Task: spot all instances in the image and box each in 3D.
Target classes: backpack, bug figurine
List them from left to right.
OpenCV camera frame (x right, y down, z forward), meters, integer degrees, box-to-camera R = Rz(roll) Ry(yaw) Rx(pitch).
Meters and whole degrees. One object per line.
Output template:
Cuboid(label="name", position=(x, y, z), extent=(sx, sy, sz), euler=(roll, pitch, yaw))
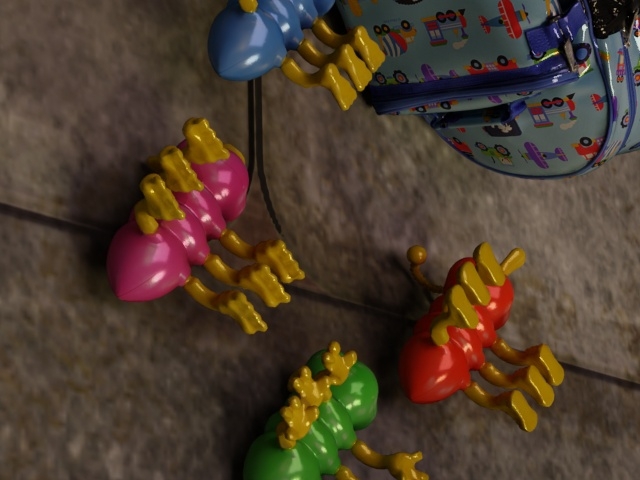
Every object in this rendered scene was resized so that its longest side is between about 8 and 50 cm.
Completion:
Cuboid(label="bug figurine", position=(0.000, 0.000, 0.860), extent=(0.216, 0.072, 0.279), euler=(-51, 121, -39))
Cuboid(label="backpack", position=(0.096, -0.102, 0.955), extent=(0.117, 0.158, 0.173), euler=(-44, 123, -39))
